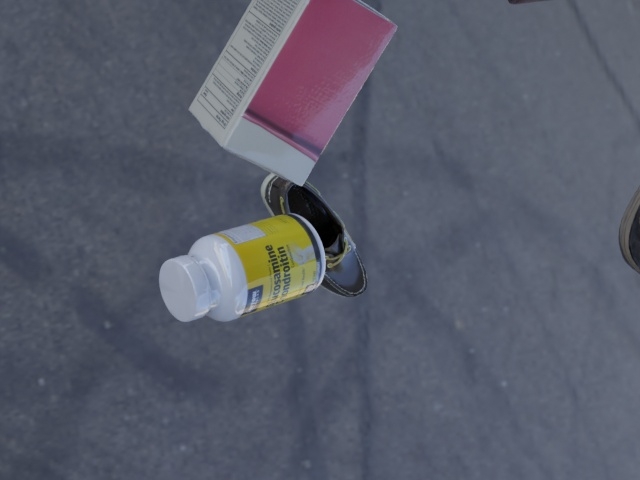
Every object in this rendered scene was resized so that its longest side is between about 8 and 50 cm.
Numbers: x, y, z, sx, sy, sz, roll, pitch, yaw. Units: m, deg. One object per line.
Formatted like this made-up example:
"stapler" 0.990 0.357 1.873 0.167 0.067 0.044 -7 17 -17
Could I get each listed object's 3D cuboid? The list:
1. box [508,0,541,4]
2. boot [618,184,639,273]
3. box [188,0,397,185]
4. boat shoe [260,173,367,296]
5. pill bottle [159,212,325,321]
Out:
"box" 0.185 -0.273 0.783 0.167 0.168 0.203 121 -43 -66
"boot" 0.417 -0.108 1.278 0.138 0.377 0.284 29 11 1
"box" -0.037 -0.209 1.634 0.127 0.232 0.148 25 12 -30
"boat shoe" 0.000 0.000 1.885 0.081 0.069 0.227 -43 114 -11
"pill bottle" -0.092 0.036 1.557 0.184 0.103 0.103 -18 93 -37
